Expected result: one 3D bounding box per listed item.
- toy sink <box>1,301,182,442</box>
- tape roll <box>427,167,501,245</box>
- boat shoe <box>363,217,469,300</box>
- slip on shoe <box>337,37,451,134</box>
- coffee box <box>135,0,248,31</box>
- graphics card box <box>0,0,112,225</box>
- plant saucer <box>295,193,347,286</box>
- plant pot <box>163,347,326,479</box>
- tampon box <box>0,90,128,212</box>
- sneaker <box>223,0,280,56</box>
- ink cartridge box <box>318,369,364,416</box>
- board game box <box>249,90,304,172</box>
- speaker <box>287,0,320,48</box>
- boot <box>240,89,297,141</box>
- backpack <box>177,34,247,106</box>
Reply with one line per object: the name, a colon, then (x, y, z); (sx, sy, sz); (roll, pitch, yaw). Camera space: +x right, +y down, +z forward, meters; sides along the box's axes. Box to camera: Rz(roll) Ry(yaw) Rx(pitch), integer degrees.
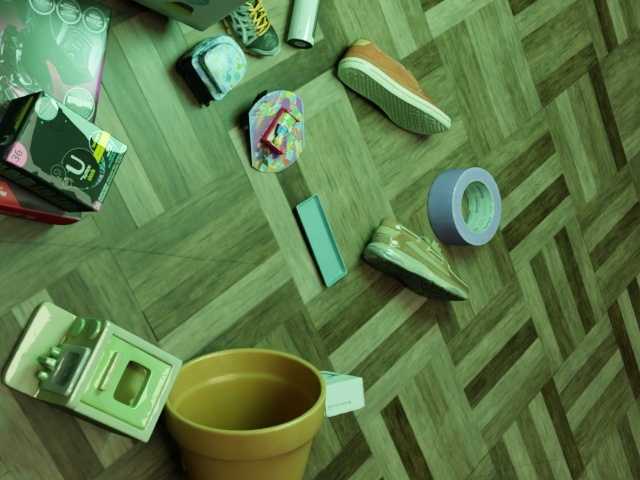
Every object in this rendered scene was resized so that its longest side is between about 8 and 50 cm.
toy sink: (-0.373, 0.217, 1.452); (0.234, 0.131, 0.152); (37, 66, -35)
tape roll: (0.351, -0.082, 2.135); (0.189, 0.080, 0.188); (-1, 91, -42)
boat shoe: (0.238, 0.048, 2.008); (0.324, 0.123, 0.116); (32, 67, -39)
slip on shoe: (0.178, -0.338, 1.961); (0.331, 0.123, 0.101); (31, 66, -32)
coffee box: (-0.230, -0.594, 1.421); (0.338, 0.334, 0.338); (20, 76, -29)
graphics card box: (-0.474, -0.225, 1.390); (0.233, 0.094, 0.370); (13, 80, -41)
plant saucer: (0.000, 0.000, 1.862); (0.067, 0.018, 0.192); (-34, 111, -36)
plant pot: (-0.135, 0.350, 1.589); (0.291, 0.291, 0.203); (-19, 119, -40)
tampon box: (-0.400, -0.129, 1.326); (0.161, 0.101, 0.120); (33, 68, -37)
sneaker: (-0.143, -0.441, 1.693); (0.215, 0.083, 0.084); (47, 59, -33)
ink cartridge box: (-0.001, 0.306, 1.770); (0.109, 0.150, 0.063); (-6, 94, -42)
board game box: (-0.076, -0.212, 1.747); (0.133, 0.033, 0.168); (-21, 124, -34)
speaker: (-0.031, -0.469, 1.811); (0.055, 0.055, 0.136); (18, 78, -40)
boot: (-0.100, -0.228, 1.765); (0.114, 0.037, 0.106); (50, 61, -35)
backpack: (-0.191, -0.328, 1.648); (0.114, 0.084, 0.105); (-53, 124, -32)
